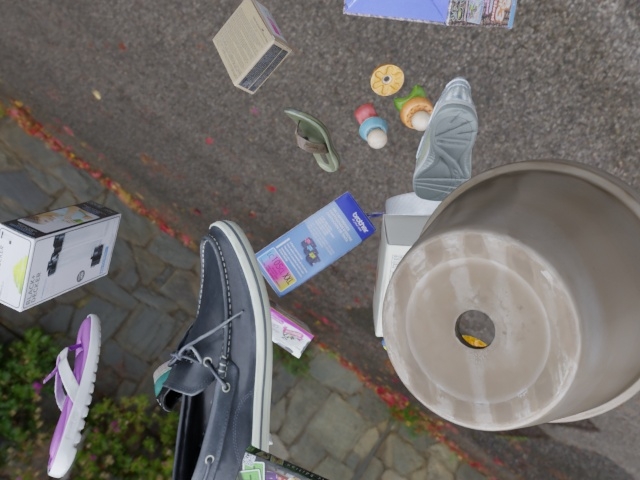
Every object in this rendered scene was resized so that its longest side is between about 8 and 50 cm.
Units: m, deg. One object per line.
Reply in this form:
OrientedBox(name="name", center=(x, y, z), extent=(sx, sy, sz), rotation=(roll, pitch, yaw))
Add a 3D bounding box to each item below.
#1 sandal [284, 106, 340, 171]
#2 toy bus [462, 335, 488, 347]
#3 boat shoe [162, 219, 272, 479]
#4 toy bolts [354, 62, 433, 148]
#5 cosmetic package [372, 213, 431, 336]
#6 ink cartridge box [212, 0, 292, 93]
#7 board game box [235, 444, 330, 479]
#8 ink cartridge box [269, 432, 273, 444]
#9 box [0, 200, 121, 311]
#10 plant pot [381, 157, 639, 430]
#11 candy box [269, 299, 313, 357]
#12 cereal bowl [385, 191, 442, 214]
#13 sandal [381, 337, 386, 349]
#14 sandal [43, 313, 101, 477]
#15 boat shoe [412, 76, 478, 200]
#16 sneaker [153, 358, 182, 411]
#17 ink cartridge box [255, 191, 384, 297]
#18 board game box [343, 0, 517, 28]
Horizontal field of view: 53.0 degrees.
OrientedBox(name="sandal", center=(-0.025, -0.307, 2.040), extent=(0.120, 0.086, 0.302), rotation=(24, 159, 41))
OrientedBox(name="toy bus", center=(0.473, 0.418, 1.897), extent=(0.212, 0.220, 0.149), rotation=(27, 175, -26))
OrientedBox(name="boat shoe", center=(-0.180, 0.213, 1.082), extent=(0.156, 0.499, 0.187), rotation=(1, 177, -26))
OrientedBox(name="toy bolts", center=(0.205, -0.384, 1.920), extent=(0.229, 0.158, 0.218), rotation=(-34, 129, 19))
OrientedBox(name="cosmetic package", center=(0.215, 0.089, 1.571), extent=(0.153, 0.129, 0.296), rotation=(2, 128, -3))
OrientedBox(name="ink cartridge box", center=(-0.214, -0.602, 1.974), extent=(0.088, 0.193, 0.234), rotation=(17, -141, -49))
OrientedBox(name="board game box", center=(0.007, 0.361, 0.770), extent=(0.260, 0.136, 0.030), rotation=(18, -176, 14))
OrientedBox(name="ink cartridge box", center=(-0.171, 0.523, 1.699), extent=(0.063, 0.029, 0.115), rotation=(-15, 151, 4))
OrientedBox(name="box", center=(-0.565, 0.025, 1.384), extent=(0.087, 0.169, 0.290), rotation=(23, -163, 12))
OrientedBox(name="plant pot", center=(0.210, 0.072, 0.702), extent=(0.323, 0.280, 0.323), rotation=(4, 98, 32))
OrientedBox(name="candy box", center=(-0.107, 0.218, 1.678), extent=(0.159, 0.071, 0.233), rotation=(35, 177, -4))
OrientedBox(name="cereal bowl", center=(0.372, -0.055, 2.004), extent=(0.339, 0.141, 0.339), rotation=(0, 172, 0))
OrientedBox(name="sandal", center=(0.301, 0.219, 1.984), extent=(0.138, 0.317, 0.126), rotation=(56, 157, -13))
OrientedBox(name="sandal", center=(-0.601, 0.342, 1.524), extent=(0.102, 0.416, 0.169), rotation=(19, 133, -26))
OrientedBox(name="boat shoe", center=(0.262, -0.194, 1.341), extent=(0.118, 0.103, 0.320), rotation=(8, 149, 7))
OrientedBox(name="sneaker", center=(-0.286, 0.322, 1.613), extent=(0.108, 0.302, 0.121), rotation=(45, -166, -42))
OrientedBox(name="ink cartridge box", center=(0.000, 0.000, 1.906), extent=(0.151, 0.395, 0.270), rotation=(54, 174, 0))
OrientedBox(name="board game box", center=(0.225, -0.501, 1.257), extent=(0.232, 0.291, 0.141), rotation=(20, 115, 33))
